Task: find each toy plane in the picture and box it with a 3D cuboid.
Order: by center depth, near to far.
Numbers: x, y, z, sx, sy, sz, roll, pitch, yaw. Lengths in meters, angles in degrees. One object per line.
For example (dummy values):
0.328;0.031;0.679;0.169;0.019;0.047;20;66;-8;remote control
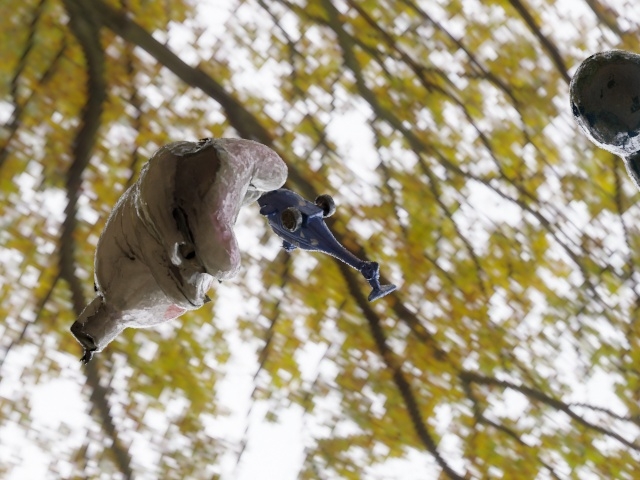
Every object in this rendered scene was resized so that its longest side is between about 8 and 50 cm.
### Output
0.000;0.000;1.627;0.167;0.054;0.062;34;-50;33;toy plane

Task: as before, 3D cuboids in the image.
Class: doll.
0.155;-0.056;0.832;0.050;0.076;0.083;-45;-83;-5;doll
-0.105;-0.002;1.263;0.192;0.095;0.149;-44;-163;51;doll
